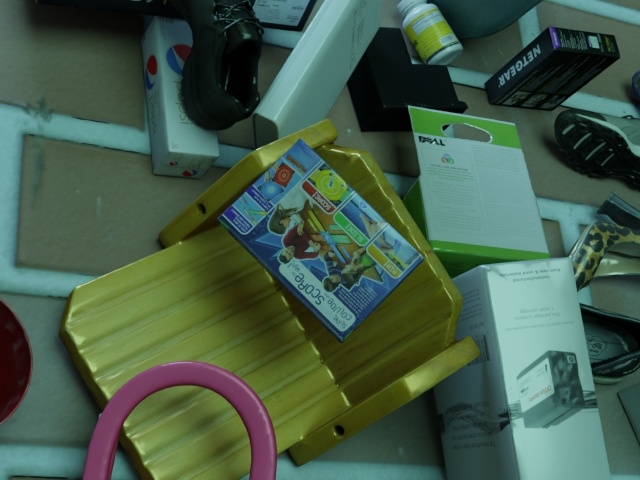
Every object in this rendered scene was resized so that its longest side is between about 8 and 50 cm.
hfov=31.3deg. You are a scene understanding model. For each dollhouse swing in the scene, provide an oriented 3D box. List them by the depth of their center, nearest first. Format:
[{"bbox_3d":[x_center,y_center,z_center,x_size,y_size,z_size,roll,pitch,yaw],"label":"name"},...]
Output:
[{"bbox_3d":[-0.069,0.090,1.341,0.305,0.315,0.347,-20,76,-53],"label":"dollhouse swing"}]

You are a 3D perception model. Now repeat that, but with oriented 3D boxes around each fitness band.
[{"bbox_3d":[-0.156,0.278,1.252,0.209,0.054,0.290,7,81,0],"label":"fitness band"}]

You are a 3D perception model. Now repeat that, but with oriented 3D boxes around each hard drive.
[{"bbox_3d":[0.002,-0.234,1.545,0.040,0.203,0.307,26,68,10],"label":"hard drive"}]

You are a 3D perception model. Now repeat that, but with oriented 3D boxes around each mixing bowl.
[{"bbox_3d":[-0.410,0.142,1.229,0.181,0.098,0.181,12,61,-23],"label":"mixing bowl"}]

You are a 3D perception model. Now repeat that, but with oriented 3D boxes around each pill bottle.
[{"bbox_3d":[0.171,-0.335,1.816,0.065,0.065,0.116,-23,78,-35],"label":"pill bottle"}]

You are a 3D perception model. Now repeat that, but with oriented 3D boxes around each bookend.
[{"bbox_3d":[0.122,-0.251,1.742,0.156,0.072,0.157,-4,67,-31],"label":"bookend"}]

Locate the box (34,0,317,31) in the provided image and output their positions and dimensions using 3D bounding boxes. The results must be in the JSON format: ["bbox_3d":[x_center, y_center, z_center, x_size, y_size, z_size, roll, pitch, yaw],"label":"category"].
[{"bbox_3d":[-0.226,-0.446,1.603,0.395,0.097,0.318,1,50,-29],"label":"box"}]

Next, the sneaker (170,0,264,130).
[{"bbox_3d":[-0.123,-0.285,1.446,0.109,0.130,0.286,-16,100,-28],"label":"sneaker"}]

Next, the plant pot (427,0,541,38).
[{"bbox_3d":[0.273,-0.467,1.824,0.248,0.252,0.247,46,52,0],"label":"plant pot"}]

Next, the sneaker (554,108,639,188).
[{"bbox_3d":[0.493,-0.163,1.895,0.271,0.100,0.108,17,49,-28],"label":"sneaker"}]

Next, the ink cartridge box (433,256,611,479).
[{"bbox_3d":[0.240,0.194,1.437,0.129,0.223,0.307,-5,79,-17],"label":"ink cartridge box"}]

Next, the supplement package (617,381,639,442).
[{"bbox_3d":[0.583,0.260,1.649,0.149,0.203,0.194,-11,72,-33],"label":"supplement package"}]

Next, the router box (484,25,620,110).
[{"bbox_3d":[0.368,-0.271,1.820,0.133,0.179,0.046,2,67,-28],"label":"router box"}]

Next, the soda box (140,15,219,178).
[{"bbox_3d":[-0.192,-0.195,1.543,0.074,0.069,0.216,4,63,-27],"label":"soda box"}]

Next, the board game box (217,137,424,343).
[{"bbox_3d":[0.000,0.000,1.309,0.136,0.035,0.201,-44,83,-7],"label":"board game box"}]

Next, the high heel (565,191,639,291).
[{"bbox_3d":[0.475,0.047,1.746,0.186,0.093,0.261,35,50,10],"label":"high heel"}]

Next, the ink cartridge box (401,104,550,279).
[{"bbox_3d":[0.210,-0.058,1.660,0.189,0.097,0.255,7,54,-18],"label":"ink cartridge box"}]

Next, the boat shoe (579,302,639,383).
[{"bbox_3d":[0.337,0.137,1.633,0.340,0.113,0.127,14,60,-22],"label":"boat shoe"}]

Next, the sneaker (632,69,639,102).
[{"bbox_3d":[0.618,-0.220,1.957,0.221,0.083,0.087,49,20,25],"label":"sneaker"}]
